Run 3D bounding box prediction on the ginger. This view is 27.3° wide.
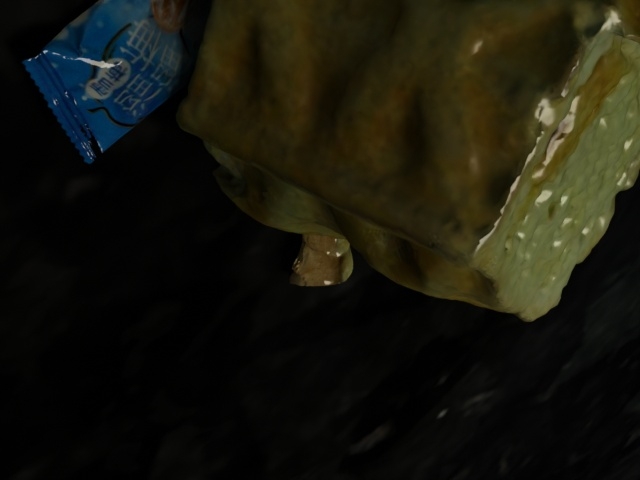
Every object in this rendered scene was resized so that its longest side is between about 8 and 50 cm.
[{"bbox_3d":[0.004,-0.003,1.036,0.057,0.044,0.137,-12,139,-14],"label":"ginger"}]

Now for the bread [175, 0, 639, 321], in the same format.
[{"bbox_3d":[0.062,-0.080,0.787,0.196,0.252,0.238,-11,130,-59],"label":"bread"}]

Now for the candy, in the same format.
[{"bbox_3d":[-0.105,-0.116,0.778,0.136,0.038,0.088,-43,137,-16],"label":"candy"}]
